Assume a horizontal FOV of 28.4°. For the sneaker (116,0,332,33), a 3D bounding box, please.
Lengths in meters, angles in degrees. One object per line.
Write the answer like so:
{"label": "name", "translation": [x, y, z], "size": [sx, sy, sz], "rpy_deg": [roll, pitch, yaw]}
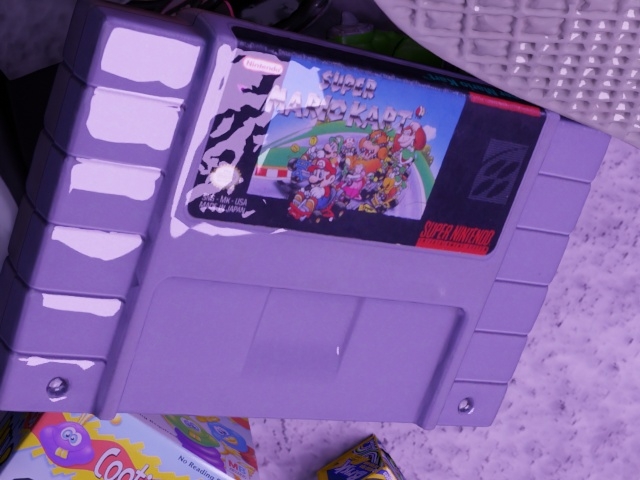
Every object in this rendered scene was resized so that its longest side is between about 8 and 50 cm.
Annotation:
{"label": "sneaker", "translation": [-0.074, -0.136, 0.793], "size": [0.178, 0.077, 0.072], "rpy_deg": [-28, 104, 0]}

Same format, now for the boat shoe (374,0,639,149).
{"label": "boat shoe", "translation": [0.174, -0.166, 0.699], "size": [0.500, 0.187, 0.156], "rpy_deg": [20, 65, -41]}

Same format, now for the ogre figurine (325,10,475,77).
{"label": "ogre figurine", "translation": [0.025, -0.062, 0.815], "size": [0.118, 0.097, 0.197], "rpy_deg": [31, 109, -25]}

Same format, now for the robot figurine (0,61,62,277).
{"label": "robot figurine", "translation": [-0.244, -0.006, 0.755], "size": [0.278, 0.173, 0.209], "rpy_deg": [-24, 95, -2]}

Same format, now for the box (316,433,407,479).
{"label": "box", "translation": [0.065, 0.227, 0.903], "size": [0.054, 0.059, 0.169], "rpy_deg": [-33, 105, 3]}

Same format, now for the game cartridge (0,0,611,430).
{"label": "game cartridge", "translation": [0.000, 0.000, 0.740], "size": [0.355, 0.068, 0.230], "rpy_deg": [7, 115, -34]}

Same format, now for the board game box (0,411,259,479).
{"label": "board game box", "translation": [-0.178, 0.208, 0.824], "size": [0.144, 0.142, 0.275], "rpy_deg": [34, 97, -13]}
